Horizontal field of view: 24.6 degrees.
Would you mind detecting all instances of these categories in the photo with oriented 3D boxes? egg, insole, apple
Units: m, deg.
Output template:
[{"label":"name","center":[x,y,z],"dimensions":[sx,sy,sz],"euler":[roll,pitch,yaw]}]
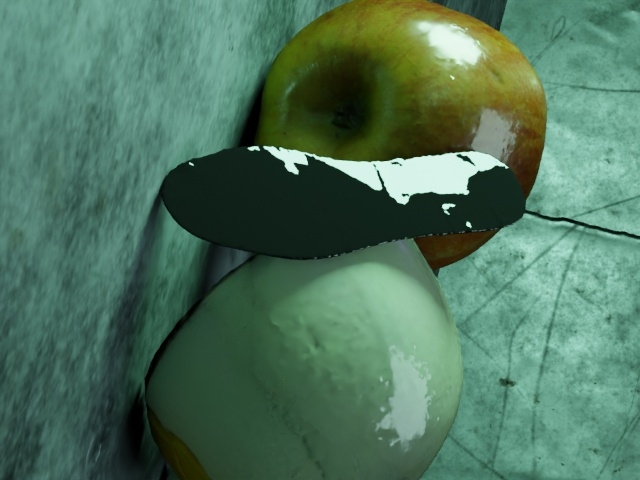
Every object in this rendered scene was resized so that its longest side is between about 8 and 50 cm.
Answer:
[{"label":"egg","center":[0.013,0.154,1.338],"dimensions":[0.337,0.201,0.337],"euler":[-29,152,-17]},{"label":"insole","center":[0.028,-0.037,1.279],"dimensions":[0.009,0.348,0.119],"euler":[-59,-137,50]},{"label":"apple","center":[0.071,-0.098,1.471],"dimensions":[0.301,0.301,0.301],"euler":[13,90,-80]}]

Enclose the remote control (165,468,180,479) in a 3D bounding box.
[{"label":"remote control","center":[-0.149,0.311,1.508],"dimensions":[0.190,0.029,0.087],"euler":[88,19,-57]}]
